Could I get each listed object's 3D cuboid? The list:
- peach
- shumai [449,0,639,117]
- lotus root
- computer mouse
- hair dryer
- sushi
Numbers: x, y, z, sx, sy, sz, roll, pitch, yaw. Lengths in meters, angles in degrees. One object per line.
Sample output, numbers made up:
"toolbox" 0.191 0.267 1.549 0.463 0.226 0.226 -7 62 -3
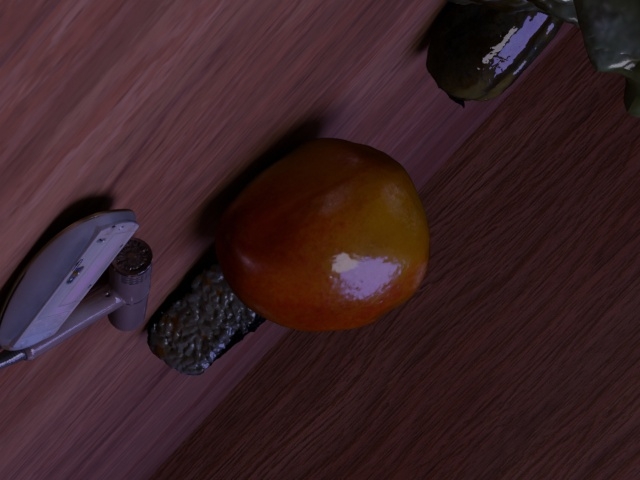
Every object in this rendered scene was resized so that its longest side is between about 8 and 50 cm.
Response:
"peach" 0.002 0.005 1.224 0.308 0.289 0.289 -44 172 -47
"shumai" 0.227 -0.249 0.589 0.395 0.348 0.395 -16 151 -9
"lotus root" 0.279 -0.345 1.317 0.152 0.160 0.275 14 121 -51
"computer mouse" -0.270 0.036 0.880 0.199 0.045 0.102 -49 169 17
"hair dryer" -0.301 0.108 1.025 0.220 0.053 0.195 -40 169 -27
"sushi" -0.177 0.120 1.366 0.225 0.136 0.126 -43 170 29
